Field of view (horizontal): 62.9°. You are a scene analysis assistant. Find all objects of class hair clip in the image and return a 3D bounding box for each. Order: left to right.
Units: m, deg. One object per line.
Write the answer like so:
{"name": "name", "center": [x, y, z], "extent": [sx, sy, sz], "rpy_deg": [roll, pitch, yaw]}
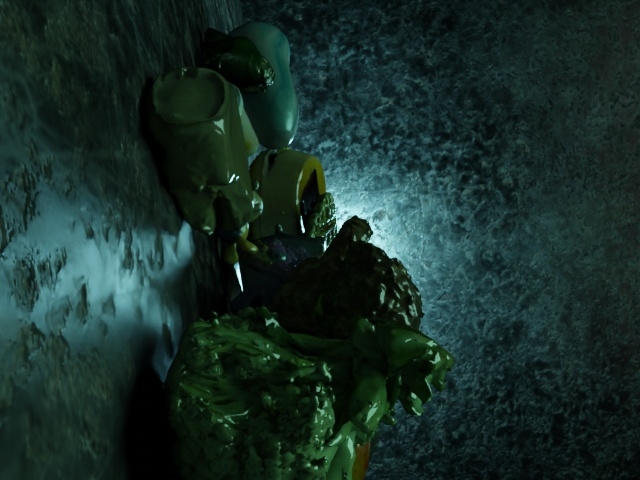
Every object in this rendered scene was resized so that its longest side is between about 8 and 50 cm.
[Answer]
{"name": "hair clip", "center": [-0.074, 0.068, 0.860], "extent": [0.278, 0.137, 0.090], "rpy_deg": [-70, 173, -52]}

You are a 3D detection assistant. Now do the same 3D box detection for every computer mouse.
{"name": "computer mouse", "center": [-0.061, 0.130, 1.087], "extent": [0.122, 0.188, 0.371], "rpy_deg": [-89, 172, -52]}

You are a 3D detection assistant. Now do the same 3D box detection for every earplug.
{"name": "earplug", "center": [-0.128, -0.352, 1.263], "extent": [0.185, 0.185, 0.324], "rpy_deg": [82, -9, -58]}

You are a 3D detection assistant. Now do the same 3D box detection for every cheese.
{"name": "cheese", "center": [-0.136, -0.103, 0.636], "extent": [0.175, 0.091, 0.202], "rpy_deg": [-99, 180, -51]}

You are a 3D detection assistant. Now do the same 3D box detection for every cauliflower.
{"name": "cauliflower", "center": [-0.001, 0.148, 0.475], "extent": [0.272, 0.250, 0.275], "rpy_deg": [55, 3, -24]}

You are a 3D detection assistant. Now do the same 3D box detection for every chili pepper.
{"name": "chili pepper", "center": [-0.170, -0.365, 1.069], "extent": [0.264, 0.148, 0.116], "rpy_deg": [-130, -130, -73]}

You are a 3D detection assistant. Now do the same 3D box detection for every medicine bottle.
{"name": "medicine bottle", "center": [-0.170, -0.228, 1.023], "extent": [0.218, 0.074, 0.074], "rpy_deg": [74, 6, -80]}

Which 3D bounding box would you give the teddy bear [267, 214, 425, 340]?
{"name": "teddy bear", "center": [0.061, 0.087, 0.753], "extent": [0.296, 0.222, 0.246], "rpy_deg": [11, 78, -63]}

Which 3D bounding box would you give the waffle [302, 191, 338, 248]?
{"name": "waffle", "center": [0.000, 0.000, 1.198], "extent": [0.208, 0.054, 0.214], "rpy_deg": [70, 31, -57]}

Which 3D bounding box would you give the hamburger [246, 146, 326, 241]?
{"name": "hamburger", "center": [-0.093, -0.080, 1.275], "extent": [0.300, 0.176, 0.300], "rpy_deg": [4, 90, -77]}

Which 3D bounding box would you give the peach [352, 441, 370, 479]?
{"name": "peach", "center": [-0.031, 0.253, 0.694], "extent": [0.197, 0.197, 0.197], "rpy_deg": [170, -90, -89]}

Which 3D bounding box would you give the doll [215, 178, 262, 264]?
{"name": "doll", "center": [-0.136, -0.046, 0.875], "extent": [0.089, 0.102, 0.179], "rpy_deg": [19, 54, -46]}

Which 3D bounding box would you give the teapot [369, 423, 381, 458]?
{"name": "teapot", "center": [0.007, 0.426, 1.287], "extent": [0.300, 0.253, 0.344], "rpy_deg": [38, -15, 19]}
